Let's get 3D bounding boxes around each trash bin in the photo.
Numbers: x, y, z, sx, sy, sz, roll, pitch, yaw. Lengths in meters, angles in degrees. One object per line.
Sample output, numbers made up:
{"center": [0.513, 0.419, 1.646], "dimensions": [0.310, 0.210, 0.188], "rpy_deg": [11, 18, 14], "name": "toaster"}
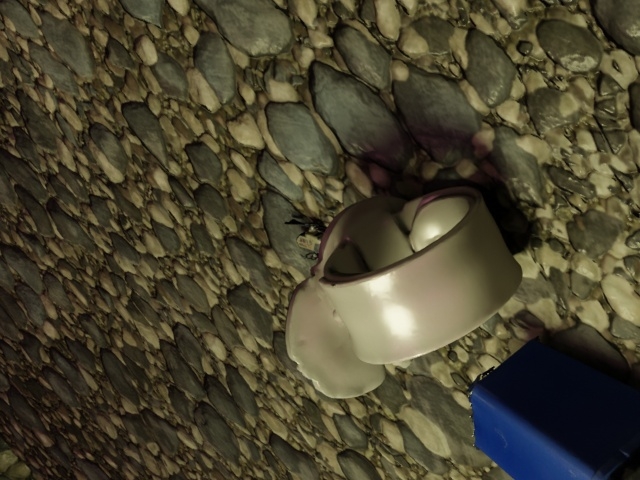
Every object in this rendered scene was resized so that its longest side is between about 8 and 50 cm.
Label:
{"center": [0.277, 0.228, 1.498], "dimensions": [0.234, 0.184, 0.162], "rpy_deg": [34, 146, 38], "name": "trash bin"}

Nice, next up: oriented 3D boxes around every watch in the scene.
{"center": [0.093, 0.064, 1.489], "dimensions": [0.231, 0.244, 0.196], "rpy_deg": [5, 128, 62], "name": "watch"}

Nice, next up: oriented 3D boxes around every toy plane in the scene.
{"center": [0.000, 0.000, 1.767], "dimensions": [0.121, 0.031, 0.049], "rpy_deg": [14, 127, 51], "name": "toy plane"}
